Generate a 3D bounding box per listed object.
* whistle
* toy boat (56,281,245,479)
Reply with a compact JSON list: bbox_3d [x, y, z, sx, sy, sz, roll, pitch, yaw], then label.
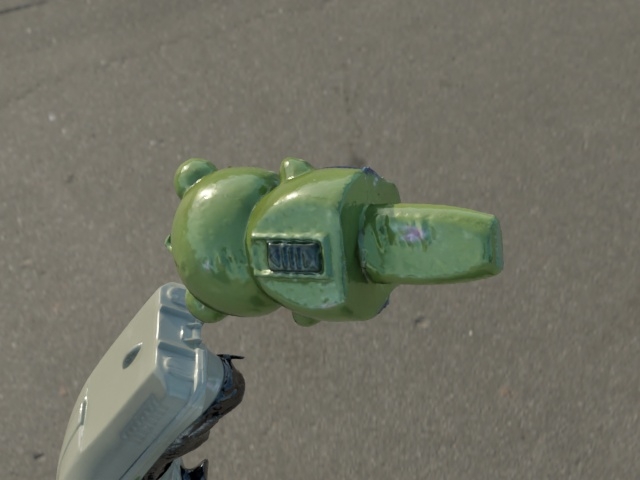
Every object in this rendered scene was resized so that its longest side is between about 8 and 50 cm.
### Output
[{"bbox_3d":[0.000,0.000,0.719,0.227,0.105,0.085,0,11,29],"label":"whistle"},{"bbox_3d":[-0.148,0.162,1.050,0.141,0.269,0.140,14,41,-12],"label":"toy boat"}]
